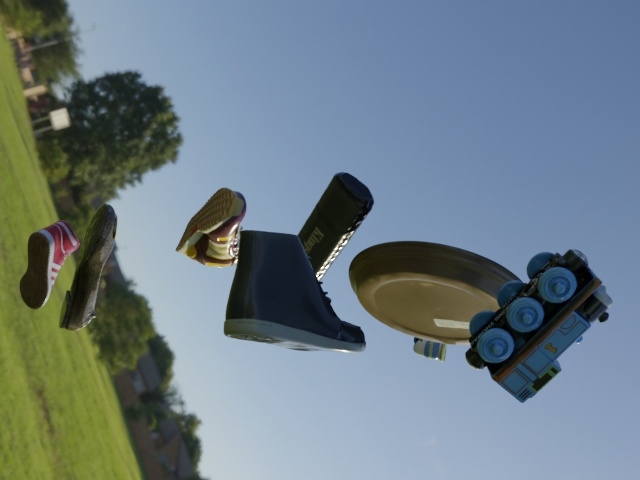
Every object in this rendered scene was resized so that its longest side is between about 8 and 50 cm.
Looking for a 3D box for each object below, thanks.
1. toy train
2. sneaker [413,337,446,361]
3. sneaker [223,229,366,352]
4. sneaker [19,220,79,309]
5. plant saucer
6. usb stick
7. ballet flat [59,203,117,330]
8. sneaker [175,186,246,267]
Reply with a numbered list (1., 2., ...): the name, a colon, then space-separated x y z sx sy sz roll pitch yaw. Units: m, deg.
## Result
1. toy train: 0.253 0.095 0.871 0.105 0.184 0.080 39 14 -11
2. sneaker: 0.200 0.169 1.361 0.144 0.059 0.053 -57 148 -71
3. sneaker: -0.013 0.062 0.843 0.083 0.222 0.118 -3 -105 34
4. sneaker: -0.345 0.029 0.959 0.042 0.067 0.119 25 -62 6
5. plant saucer: 0.172 0.089 1.120 0.278 0.277 0.041 105 1 -62
6. usb stick: 0.000 0.000 1.191 0.077 0.045 0.278 43 -44 9
7. ballet flat: -0.381 0.051 1.265 0.250 0.058 0.084 -65 -153 21
8. sneaker: -0.125 -0.011 1.005 0.083 0.070 0.185 29 -26 -20
